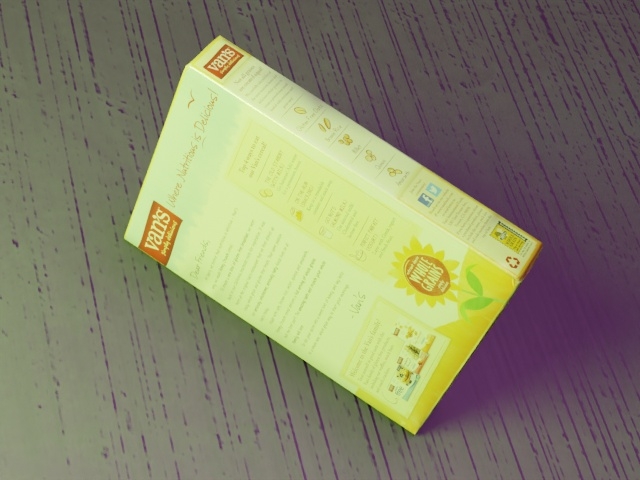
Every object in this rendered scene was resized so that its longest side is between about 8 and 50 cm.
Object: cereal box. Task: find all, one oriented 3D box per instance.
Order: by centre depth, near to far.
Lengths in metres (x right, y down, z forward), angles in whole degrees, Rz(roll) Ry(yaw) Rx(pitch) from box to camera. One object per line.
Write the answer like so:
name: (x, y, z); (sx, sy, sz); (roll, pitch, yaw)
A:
cereal box: (0.000, 0.000, 0.981); (0.240, 0.173, 0.047); (34, 47, 6)
